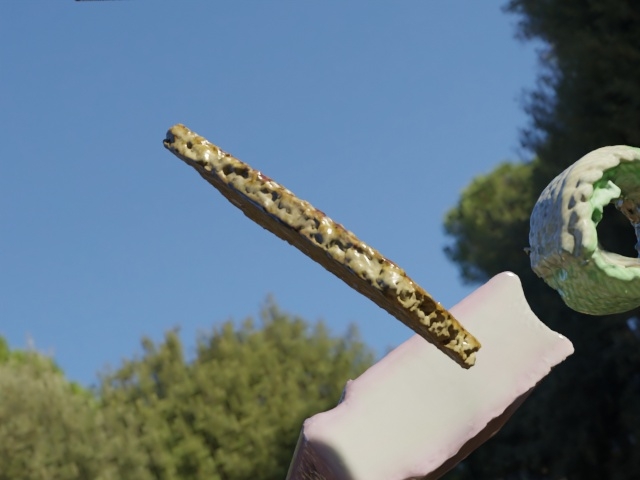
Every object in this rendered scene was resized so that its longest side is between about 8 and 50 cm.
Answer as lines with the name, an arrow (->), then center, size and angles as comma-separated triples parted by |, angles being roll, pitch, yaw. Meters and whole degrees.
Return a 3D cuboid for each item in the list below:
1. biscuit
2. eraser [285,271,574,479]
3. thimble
biscuit -> 0.000, 0.000, 0.910 | 0.025, 0.231, 0.131 | -53, -37, -4
eraser -> 0.098, 0.196, 1.521 | 0.272, 0.122, 0.359 | -37, -12, -15
thimble -> 0.385, -0.012, 1.879 | 0.219, 0.219, 0.150 | -15, -12, -19
